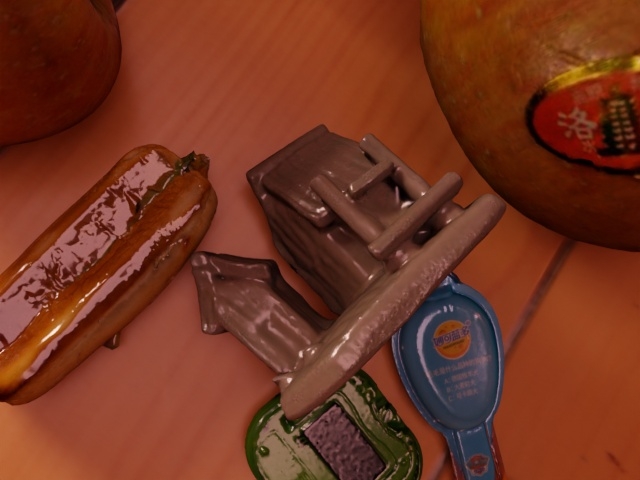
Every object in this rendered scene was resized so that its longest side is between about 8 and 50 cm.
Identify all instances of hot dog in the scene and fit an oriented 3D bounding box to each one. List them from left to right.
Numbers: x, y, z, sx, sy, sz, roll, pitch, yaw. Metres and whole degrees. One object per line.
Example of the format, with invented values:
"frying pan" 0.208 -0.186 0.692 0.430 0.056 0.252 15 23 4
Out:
"hot dog" -0.174 0.023 0.505 0.104 0.076 0.250 36 74 15

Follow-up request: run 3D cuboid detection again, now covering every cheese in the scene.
"cheese" 0.129 0.153 0.566 0.106 0.037 0.256 -12 88 -11

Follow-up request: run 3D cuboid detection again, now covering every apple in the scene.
"apple" -0.275 -0.178 0.437 0.240 0.242 0.242 -8 85 1
"apple" 0.267 -0.179 0.493 0.400 0.333 0.401 3 85 -30

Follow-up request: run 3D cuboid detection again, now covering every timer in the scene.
"timer" 0.013 0.181 0.534 0.128 0.047 0.140 -37 92 -13

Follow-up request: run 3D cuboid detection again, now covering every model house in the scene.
"model house" 0.004 0.006 0.504 0.229 0.122 0.188 -43 71 -13
